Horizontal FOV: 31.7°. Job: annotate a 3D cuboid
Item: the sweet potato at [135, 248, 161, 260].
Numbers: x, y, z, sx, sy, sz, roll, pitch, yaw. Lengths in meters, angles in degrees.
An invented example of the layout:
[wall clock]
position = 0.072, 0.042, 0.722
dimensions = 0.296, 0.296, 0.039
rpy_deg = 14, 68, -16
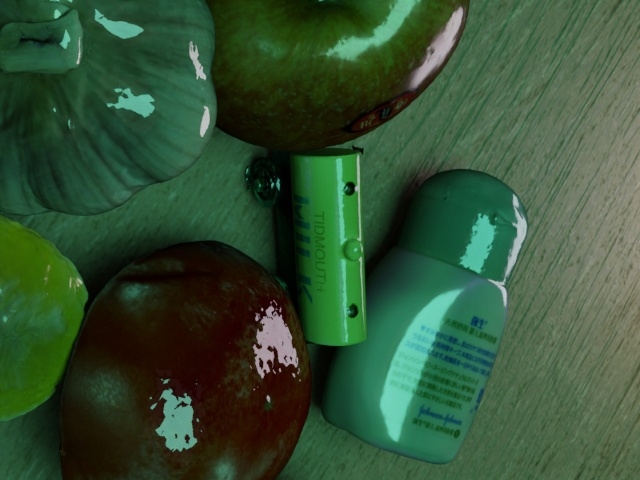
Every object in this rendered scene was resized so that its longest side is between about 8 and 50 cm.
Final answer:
[sweet potato]
position = -0.180, 0.145, 1.224
dimensions = 0.075, 0.075, 0.273
rpy_deg = -11, 107, -30

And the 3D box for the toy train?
[toy train]
position = 0.000, 0.000, 1.252
dimensions = 0.105, 0.157, 0.253
rpy_deg = -10, 103, -31

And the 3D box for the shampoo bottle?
[shampoo bottle]
position = 0.138, 0.082, 1.358
dimensions = 0.222, 0.151, 0.349
rpy_deg = 22, 88, -38

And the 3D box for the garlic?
[garlic]
position = -0.241, -0.174, 1.016
dimensions = 0.241, 0.322, 0.321
rpy_deg = 9, 95, -62

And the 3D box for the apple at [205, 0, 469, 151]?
[apple]
position = 0.002, -0.237, 1.139
dimensions = 0.309, 0.250, 0.277
rpy_deg = -47, 106, -22

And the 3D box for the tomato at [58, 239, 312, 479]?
[tomato]
position = -0.108, 0.162, 1.147
dimensions = 0.338, 0.144, 0.338
rpy_deg = -26, 120, -56

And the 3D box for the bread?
[bread]
position = -0.330, 0.061, 1.054
dimensions = 0.197, 0.170, 0.197
rpy_deg = -12, 111, -33
